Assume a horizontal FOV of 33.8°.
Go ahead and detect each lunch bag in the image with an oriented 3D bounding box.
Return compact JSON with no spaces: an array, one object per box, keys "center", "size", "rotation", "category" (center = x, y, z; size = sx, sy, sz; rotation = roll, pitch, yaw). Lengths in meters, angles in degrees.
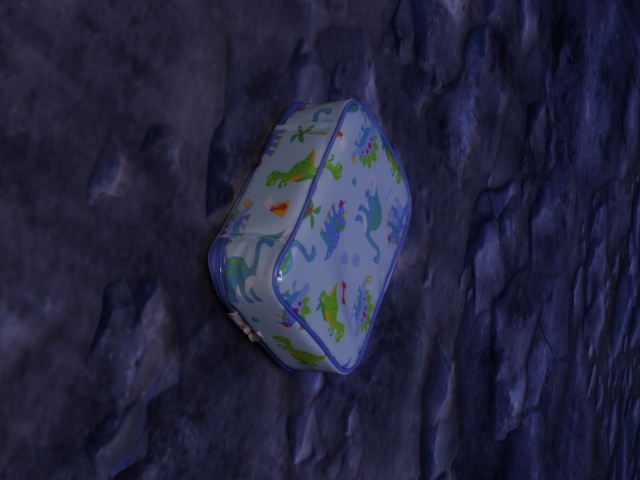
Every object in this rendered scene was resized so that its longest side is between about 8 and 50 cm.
[{"center":[0.000,0.000,0.938],"size":[0.176,0.090,0.219],"rotation":[52,49,-43],"category":"lunch bag"}]
